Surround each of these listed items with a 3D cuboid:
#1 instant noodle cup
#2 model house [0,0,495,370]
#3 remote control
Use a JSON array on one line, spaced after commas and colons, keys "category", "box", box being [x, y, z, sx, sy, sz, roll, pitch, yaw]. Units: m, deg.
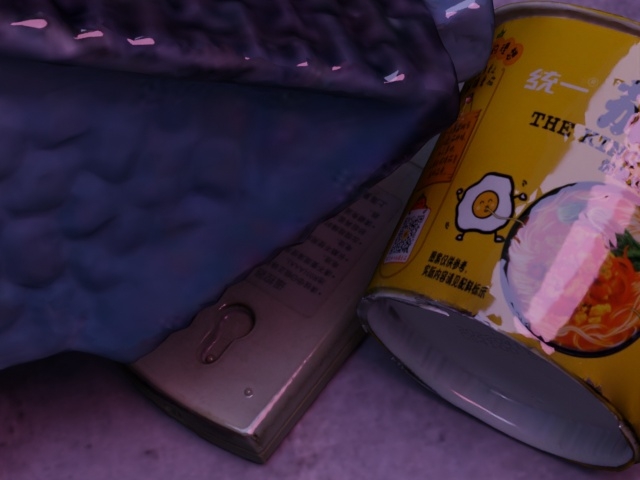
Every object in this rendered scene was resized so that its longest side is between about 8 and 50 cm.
[{"category": "instant noodle cup", "box": [0.112, 0.007, 0.656, 0.182, 0.182, 0.144, 27, 73, 24]}, {"category": "model house", "box": [-0.113, -0.119, 0.691, 0.339, 0.297, 0.360, -16, 49, -2]}, {"category": "remote control", "box": [0.000, 0.000, 0.752, 0.098, 0.038, 0.233, 29, 67, 25]}]
